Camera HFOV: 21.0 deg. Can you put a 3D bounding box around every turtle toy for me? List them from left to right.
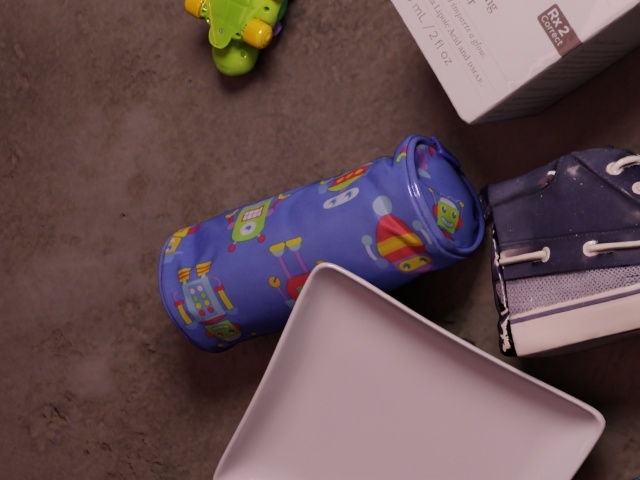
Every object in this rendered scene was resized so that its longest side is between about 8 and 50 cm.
[{"bbox_3d":[-0.070,-0.212,1.587,0.095,0.066,0.130,30,110,24],"label":"turtle toy"}]

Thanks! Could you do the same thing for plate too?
[{"bbox_3d":[0.073,0.179,1.515,0.277,0.045,0.278,28,121,5],"label":"plate"}]

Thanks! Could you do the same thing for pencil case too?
[{"bbox_3d":[0.000,0.000,1.541,0.306,0.119,0.133,-22,42,31],"label":"pencil case"}]

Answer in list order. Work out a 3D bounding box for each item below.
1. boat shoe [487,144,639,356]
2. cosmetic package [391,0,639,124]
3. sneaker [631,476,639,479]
[{"bbox_3d":[0.282,-0.013,1.374,0.340,0.127,0.158,-16,79,28],"label":"boat shoe"},{"bbox_3d":[0.179,-0.205,1.393,0.184,0.151,0.151,-36,79,28],"label":"cosmetic package"},{"bbox_3d":[0.341,0.207,1.355,0.341,0.140,0.125,-35,76,27],"label":"sneaker"}]
